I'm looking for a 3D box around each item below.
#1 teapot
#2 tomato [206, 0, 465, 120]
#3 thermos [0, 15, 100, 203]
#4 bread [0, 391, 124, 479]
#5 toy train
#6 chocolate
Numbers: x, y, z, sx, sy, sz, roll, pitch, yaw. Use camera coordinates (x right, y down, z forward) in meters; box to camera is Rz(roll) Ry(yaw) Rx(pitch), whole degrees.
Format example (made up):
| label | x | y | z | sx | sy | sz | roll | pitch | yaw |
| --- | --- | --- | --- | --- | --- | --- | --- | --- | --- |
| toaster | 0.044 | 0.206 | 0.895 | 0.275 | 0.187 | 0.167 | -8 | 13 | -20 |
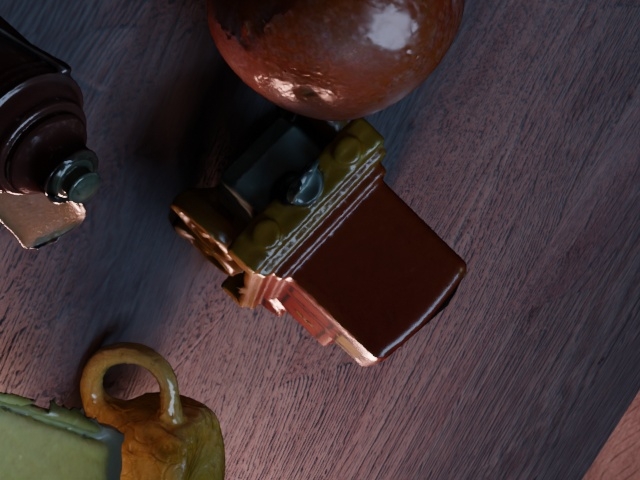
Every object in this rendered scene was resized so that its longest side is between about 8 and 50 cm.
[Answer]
| label | x | y | z | sx | sy | sz | roll | pitch | yaw |
| --- | --- | --- | --- | --- | --- | --- | --- | --- | --- |
| teapot | -0.195 | 0.234 | 1.685 | 0.203 | 0.167 | 0.311 | -59 | 153 | -57 |
| tomato | 0.016 | -0.198 | 1.346 | 0.208 | 0.208 | 0.184 | -54 | 142 | 9 |
| thermos | -0.217 | -0.098 | 1.090 | 0.099 | 0.232 | 0.124 | -54 | 155 | 9 |
| bread | -0.281 | 0.245 | 1.256 | 0.405 | 0.242 | 0.346 | 106 | -12 | -69 |
| toy train | 0.000 | 0.000 | 1.505 | 0.163 | 0.231 | 0.369 | -44 | 178 | -8 |
| chocolate | -0.233 | -0.034 | 1.384 | 0.064 | 0.031 | 0.101 | -31 | 150 | 3 |
